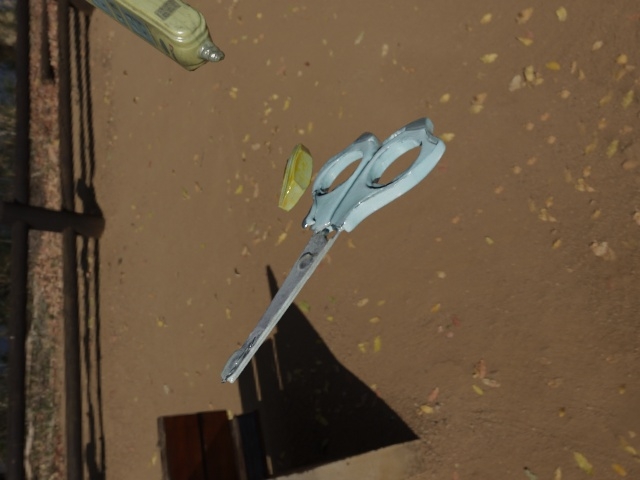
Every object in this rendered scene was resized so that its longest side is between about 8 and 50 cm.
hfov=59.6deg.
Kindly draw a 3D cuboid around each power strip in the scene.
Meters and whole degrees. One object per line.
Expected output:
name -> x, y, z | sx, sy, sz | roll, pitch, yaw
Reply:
power strip -> -0.290, -0.359, 0.841 | 0.387, 0.092, 0.066 | 35, 76, 17

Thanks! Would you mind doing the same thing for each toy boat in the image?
toy boat -> -0.059, -0.150, 1.311 | 0.066, 0.065, 0.172 | -17, 54, 51

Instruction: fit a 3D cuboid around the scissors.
scissors -> -0.001, -0.001, 0.602 | 0.191, 0.029, 0.360 | 1, 48, 52
